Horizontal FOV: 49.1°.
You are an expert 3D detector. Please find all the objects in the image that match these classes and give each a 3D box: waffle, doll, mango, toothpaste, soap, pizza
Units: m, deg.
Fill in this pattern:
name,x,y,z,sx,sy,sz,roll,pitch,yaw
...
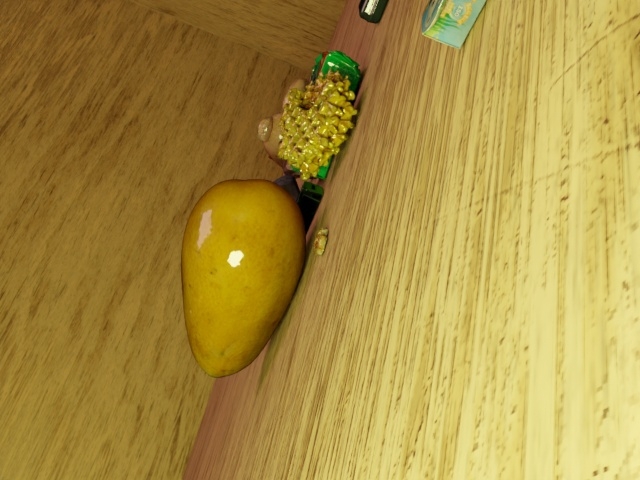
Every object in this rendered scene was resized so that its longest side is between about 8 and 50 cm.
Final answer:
name,x,y,z,sx,sy,sz,roll,pitch,yaw
waffle,-0.013,-0.229,1.338,0.193,0.070,0.197,-32,53,42
doll,-0.015,-0.304,1.731,0.303,0.156,0.201,-53,-38,-13
mango,-0.149,0.066,1.279,0.264,0.221,0.377,-108,30,-74
toothpaste,0.150,-0.263,0.617,0.070,0.044,0.193,-80,12,-47
soap,0.002,-0.259,1.504,0.218,0.098,0.273,-155,83,-76
pizza,0.000,0.000,1.122,0.037,0.016,0.083,-59,10,27

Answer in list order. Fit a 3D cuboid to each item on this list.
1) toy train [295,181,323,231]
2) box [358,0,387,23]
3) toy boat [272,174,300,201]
name,x,y,z,sx,sy,sz,roll,pitch,yaw
toy train,-0.051,-0.026,1.457,0.042,0.044,0.209,-82,14,-57
box,0.146,-0.600,1.536,0.160,0.050,0.230,-86,17,-64
toy boat,-0.116,-0.017,1.594,0.078,0.127,0.282,-134,67,-81
